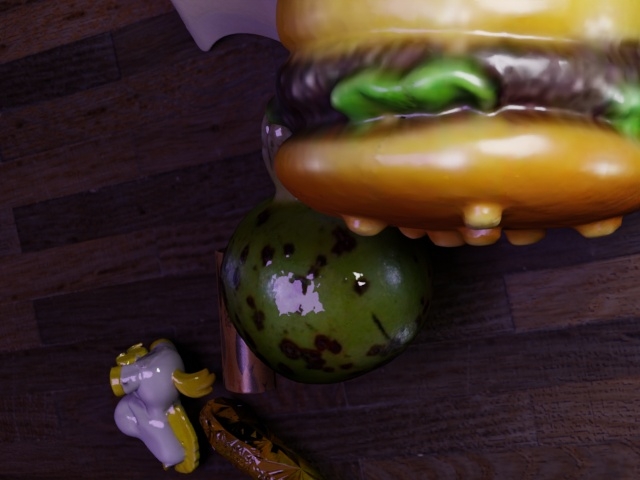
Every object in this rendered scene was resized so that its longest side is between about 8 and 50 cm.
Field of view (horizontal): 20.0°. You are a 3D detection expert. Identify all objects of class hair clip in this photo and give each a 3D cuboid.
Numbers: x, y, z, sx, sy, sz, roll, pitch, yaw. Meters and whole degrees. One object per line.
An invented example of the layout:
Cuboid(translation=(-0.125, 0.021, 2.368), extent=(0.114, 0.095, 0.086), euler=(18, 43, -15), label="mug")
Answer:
Cuboid(translation=(-0.110, -0.345, 2.035), extent=(0.172, 0.113, 0.282), euler=(8, 105, 38), label="hair clip")

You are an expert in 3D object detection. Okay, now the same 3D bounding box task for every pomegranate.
Cuboid(translation=(0.009, 0.011, 1.913), extent=(0.242, 0.242, 0.306), euler=(33, 142, 29), label="pomegranate")

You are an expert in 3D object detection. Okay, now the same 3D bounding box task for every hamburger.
Cuboid(translation=(0.131, -0.133, 1.688), extent=(0.396, 0.396, 0.277), euler=(0, 88, 39), label="hamburger")

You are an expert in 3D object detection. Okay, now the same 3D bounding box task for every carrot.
Cuboid(translation=(-0.053, 0.267, 2.150), extent=(0.229, 0.069, 0.069), euler=(37, 120, 26), label="carrot")

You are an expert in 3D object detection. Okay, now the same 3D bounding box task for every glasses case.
Cuboid(translation=(-0.094, 0.095, 2.162), extent=(0.065, 0.041, 0.170), euler=(5, 103, 39), label="glasses case")

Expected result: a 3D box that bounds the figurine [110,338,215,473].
Cuboid(translation=(-0.199, 0.212, 2.243), extent=(0.130, 0.109, 0.178), euler=(23, 123, 24), label="figurine")
